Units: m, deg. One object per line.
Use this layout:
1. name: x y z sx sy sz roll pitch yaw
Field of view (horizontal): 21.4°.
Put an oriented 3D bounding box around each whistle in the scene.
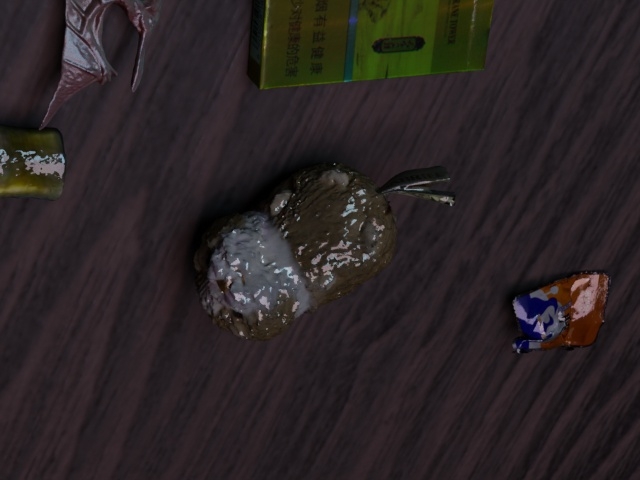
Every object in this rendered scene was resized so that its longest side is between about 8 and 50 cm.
1. whistle: -0.340 -0.059 1.177 0.327 0.057 0.068 2 119 -26

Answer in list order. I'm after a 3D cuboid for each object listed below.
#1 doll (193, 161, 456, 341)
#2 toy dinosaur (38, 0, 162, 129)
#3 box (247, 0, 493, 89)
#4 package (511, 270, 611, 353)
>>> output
1. doll: -0.001 -0.006 1.339 0.221 0.105 0.115 -35 165 -2
2. toy dinosaur: -0.150 -0.176 1.207 0.108 0.032 0.220 31 98 -35
3. box: 0.043 -0.183 1.299 0.193 0.030 0.121 -7 122 -22
4. package: 0.215 0.069 1.536 0.111 0.033 0.077 -11 101 -35
